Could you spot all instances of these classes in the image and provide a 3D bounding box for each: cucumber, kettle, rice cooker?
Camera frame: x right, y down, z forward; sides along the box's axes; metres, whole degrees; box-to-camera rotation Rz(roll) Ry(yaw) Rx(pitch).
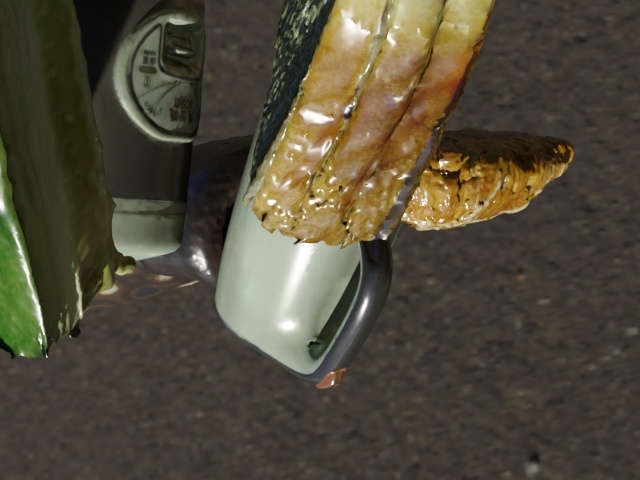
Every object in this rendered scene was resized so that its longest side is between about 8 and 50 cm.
[{"bbox_3d":[-0.183,-0.098,0.909,0.105,0.145,0.325,5,120,17],"label":"cucumber"},{"bbox_3d":[0.000,0.000,1.661,0.240,0.165,0.255,59,136,46],"label":"kettle"},{"bbox_3d":[-0.233,-0.104,1.364,0.288,0.288,0.277,7,91,46],"label":"rice cooker"}]

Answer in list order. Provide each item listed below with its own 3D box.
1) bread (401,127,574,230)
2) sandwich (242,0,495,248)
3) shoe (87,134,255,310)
[{"bbox_3d":[0.094,-0.049,1.355,0.105,0.233,0.076,-142,53,-64],"label":"bread"},{"bbox_3d":[0.040,-0.166,1.043,0.249,0.095,0.273,115,166,-46],"label":"sandwich"},{"bbox_3d":[-0.162,-0.014,1.892,0.237,0.384,0.171,-165,64,-70],"label":"shoe"}]
